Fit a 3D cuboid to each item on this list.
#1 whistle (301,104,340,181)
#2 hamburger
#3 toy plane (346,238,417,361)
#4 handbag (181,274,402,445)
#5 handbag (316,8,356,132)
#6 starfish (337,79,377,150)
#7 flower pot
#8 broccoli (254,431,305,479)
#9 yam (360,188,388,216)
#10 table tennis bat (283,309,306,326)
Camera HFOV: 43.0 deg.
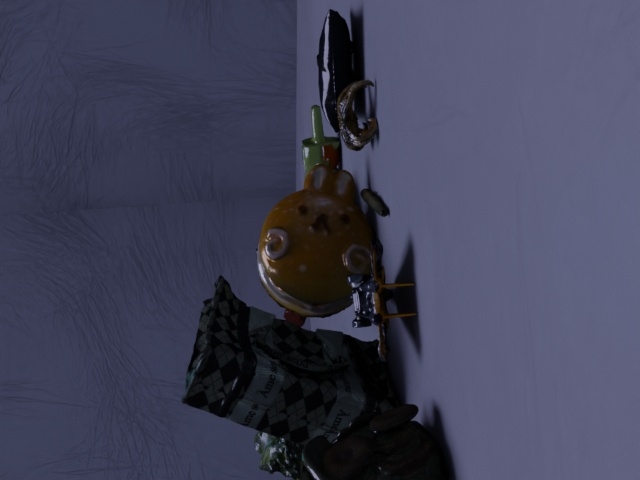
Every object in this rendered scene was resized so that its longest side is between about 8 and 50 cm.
[{"bbox_3d":[0.002,-0.233,2.264,0.131,0.106,0.289,-100,6,-69],"label":"whistle"},{"bbox_3d":[0.000,0.000,1.749,0.186,0.260,0.303,107,-173,-64],"label":"hamburger"},{"bbox_3d":[0.095,0.102,1.475,0.316,0.102,0.204,166,99,-85],"label":"toy plane"},{"bbox_3d":[-0.056,0.243,1.606,0.180,0.416,0.317,-60,18,24],"label":"handbag"},{"bbox_3d":[0.035,-0.380,1.792,0.211,0.088,0.254,-74,-19,-73],"label":"handbag"},{"bbox_3d":[0.071,-0.257,1.662,0.190,0.074,0.146,156,103,-87],"label":"starfish"},{"bbox_3d":[0.082,0.404,1.252,0.302,0.213,0.302,175,90,-85],"label":"flower pot"},{"bbox_3d":[0.021,0.469,1.754,0.302,0.249,0.375,61,-171,25],"label":"broccoli"},{"bbox_3d":[0.108,-0.080,1.642,0.027,0.029,0.234,59,-179,-14],"label":"yam"},{"bbox_3d":[-0.003,0.031,1.954,0.415,0.051,0.268,-68,-33,-40],"label":"table tennis bat"}]
